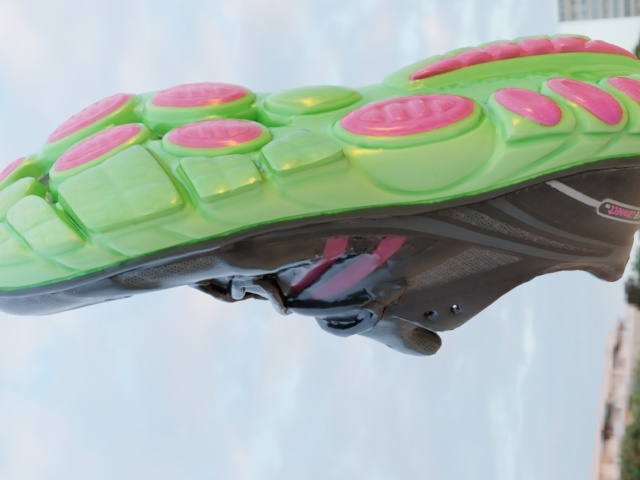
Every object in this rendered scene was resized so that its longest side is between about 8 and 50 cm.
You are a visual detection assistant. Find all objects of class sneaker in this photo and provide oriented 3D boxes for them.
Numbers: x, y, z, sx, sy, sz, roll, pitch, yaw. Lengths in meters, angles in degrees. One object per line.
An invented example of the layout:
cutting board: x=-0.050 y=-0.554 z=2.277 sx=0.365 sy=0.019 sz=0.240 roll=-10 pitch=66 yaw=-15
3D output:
sneaker: x=0.000 y=0.000 z=0.679 sx=0.185 sy=0.483 sz=0.202 roll=-99 pitch=3 yaw=-58
